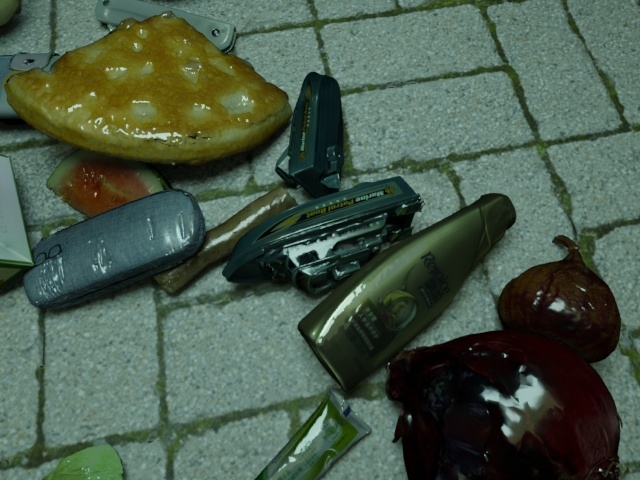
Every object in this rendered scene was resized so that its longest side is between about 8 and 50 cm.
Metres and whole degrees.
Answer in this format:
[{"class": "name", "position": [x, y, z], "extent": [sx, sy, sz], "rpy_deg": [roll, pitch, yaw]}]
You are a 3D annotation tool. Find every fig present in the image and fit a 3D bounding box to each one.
[{"class": "fig", "position": [0.347, 0.067, 0.595], "extent": [0.146, 0.134, 0.201], "rpy_deg": [39, 65, 3]}]

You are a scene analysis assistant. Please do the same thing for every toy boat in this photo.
[{"class": "toy boat", "position": [-0.010, -0.179, 0.694], "extent": [0.103, 0.093, 0.246], "rpy_deg": [-11, 61, 29]}, {"class": "toy boat", "position": [0.003, 0.002, 0.614], "extent": [0.295, 0.114, 0.122], "rpy_deg": [-20, 63, -8]}]

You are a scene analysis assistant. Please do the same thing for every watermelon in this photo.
[{"class": "watermelon", "position": [-0.320, -0.082, 0.675], "extent": [0.244, 0.063, 0.119], "rpy_deg": [22, 85, 6]}]

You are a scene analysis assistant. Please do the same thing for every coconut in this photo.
[{"class": "coconut", "position": [-0.303, 0.335, 0.521], "extent": [0.133, 0.055, 0.158], "rpy_deg": [27, 73, 10]}]

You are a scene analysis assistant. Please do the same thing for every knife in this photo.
[{"class": "knife", "position": [-0.289, -0.397, 0.797], "extent": [0.265, 0.040, 0.073], "rpy_deg": [13, 81, 4]}]

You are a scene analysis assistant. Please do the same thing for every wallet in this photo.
[{"class": "wallet", "position": [-0.494, -0.256, 0.725], "extent": [0.230, 0.069, 0.170], "rpy_deg": [-2, 53, -5]}]

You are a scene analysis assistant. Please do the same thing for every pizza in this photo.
[{"class": "pizza", "position": [-0.249, -0.230, 0.670], "extent": [0.408, 0.114, 0.278], "rpy_deg": [-8, 64, -23]}]

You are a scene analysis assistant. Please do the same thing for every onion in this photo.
[{"class": "onion", "position": [0.202, 0.240, 0.484], "extent": [0.280, 0.221, 0.281], "rpy_deg": [-9, 71, 27]}]

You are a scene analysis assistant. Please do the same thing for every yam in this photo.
[{"class": "yam", "position": [-0.140, -0.004, 0.649], "extent": [0.241, 0.057, 0.057], "rpy_deg": [-36, 74, -12]}]

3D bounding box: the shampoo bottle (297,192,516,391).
[{"class": "shampoo bottle", "position": [0.135, 0.055, 0.603], "extent": [0.350, 0.084, 0.126], "rpy_deg": [-36, 112, -14]}]

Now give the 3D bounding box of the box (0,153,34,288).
[{"class": "box", "position": [-0.526, -0.026, 0.566], "extent": [0.148, 0.177, 0.195], "rpy_deg": [-30, 72, 14]}]

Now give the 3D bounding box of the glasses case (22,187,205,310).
[{"class": "glasses case", "position": [-0.296, 0.013, 0.613], "extent": [0.282, 0.067, 0.109], "rpy_deg": [-21, 68, 8]}]

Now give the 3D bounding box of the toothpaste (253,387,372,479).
[{"class": "toothpaste", "position": [-0.043, 0.304, 0.543], "extent": [0.248, 0.047, 0.078], "rpy_deg": [-43, 80, -17]}]

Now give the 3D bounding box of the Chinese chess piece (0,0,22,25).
[{"class": "Chinese chess piece", "position": [-0.627, -0.490, 0.702], "extent": [0.270, 0.270, 0.112], "rpy_deg": [40, 58, 13]}]
